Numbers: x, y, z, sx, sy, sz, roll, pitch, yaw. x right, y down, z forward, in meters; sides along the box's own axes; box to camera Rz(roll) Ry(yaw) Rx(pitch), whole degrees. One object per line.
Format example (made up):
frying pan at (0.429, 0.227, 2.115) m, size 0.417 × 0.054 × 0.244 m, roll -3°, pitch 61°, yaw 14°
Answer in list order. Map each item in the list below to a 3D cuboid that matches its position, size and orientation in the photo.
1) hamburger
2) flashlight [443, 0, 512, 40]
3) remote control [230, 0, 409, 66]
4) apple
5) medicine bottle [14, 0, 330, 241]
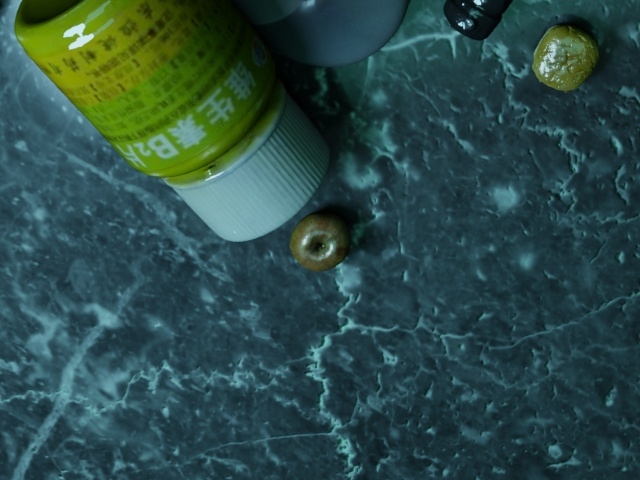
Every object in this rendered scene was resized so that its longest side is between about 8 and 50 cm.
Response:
hamburger at (0.302, -0.225, 1.905) m, size 0.076 × 0.044 × 0.083 m, roll 20°, pitch 113°, yaw 0°
flashlight at (0.235, -0.343, 1.846) m, size 0.093 × 0.093 × 0.232 m, roll 32°, pitch 120°, yaw -5°
remote control at (-0.045, -0.346, 1.878) m, size 0.332 × 0.103 × 0.221 m, roll 32°, pitch 124°, yaw -7°
apple at (0.000, 0.000, 2.047) m, size 0.084 × 0.071 × 0.084 m, roll 1°, pitch 111°, yaw 2°
medicine bottle at (-0.169, -0.188, 1.868) m, size 0.224 × 0.224 × 0.384 m, roll -28°, pitch 125°, yaw 20°
